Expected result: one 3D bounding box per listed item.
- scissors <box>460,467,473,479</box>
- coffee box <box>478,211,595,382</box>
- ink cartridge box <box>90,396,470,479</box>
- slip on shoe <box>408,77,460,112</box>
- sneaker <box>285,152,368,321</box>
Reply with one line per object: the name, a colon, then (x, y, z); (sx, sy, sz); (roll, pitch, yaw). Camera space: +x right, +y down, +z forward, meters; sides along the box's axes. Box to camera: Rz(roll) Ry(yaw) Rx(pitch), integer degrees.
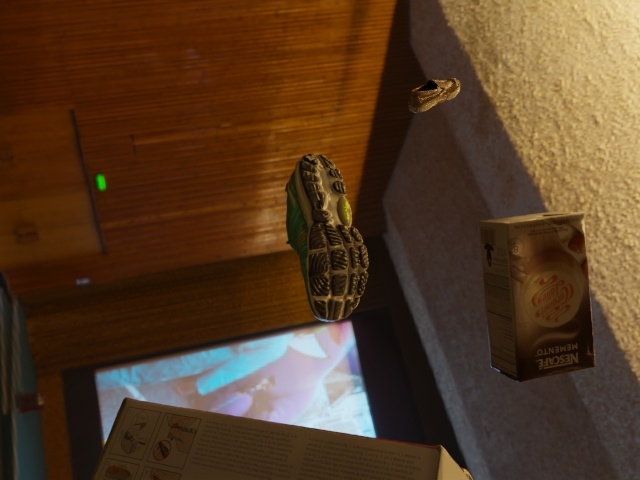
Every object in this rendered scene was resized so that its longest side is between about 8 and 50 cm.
scissors: (0.233, 0.395, 0.910); (0.297, 0.021, 0.109); (52, 24, -41)
coffee box: (0.343, 0.084, 1.094); (0.098, 0.141, 0.246); (-165, -112, -76)
ink cartridge box: (-0.011, 0.268, 0.634); (0.271, 0.310, 0.130); (55, 44, -48)
slip on shoe: (0.220, -0.291, 1.327); (0.051, 0.135, 0.041); (31, -39, 43)
sneaker: (0.000, 0.000, 1.082); (0.110, 0.107, 0.275); (-42, -130, 51)
